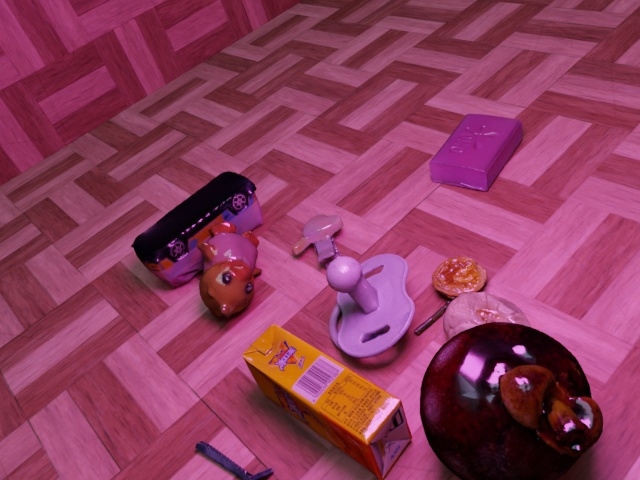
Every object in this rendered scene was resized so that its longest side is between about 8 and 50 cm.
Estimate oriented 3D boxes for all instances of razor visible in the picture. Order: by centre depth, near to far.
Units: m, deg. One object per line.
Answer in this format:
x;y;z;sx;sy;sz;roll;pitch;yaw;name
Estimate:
-0.190;0.460;1.182;0.190;0.033;0.066;11;5;35;razor

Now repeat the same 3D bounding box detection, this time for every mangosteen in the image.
0.317;0.274;0.980;0.297;0.293;0.297;-4;53;6;mangosteen

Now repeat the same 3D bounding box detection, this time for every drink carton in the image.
0.006;0.317;1.163;0.351;0.154;0.111;23;55;38;drink carton

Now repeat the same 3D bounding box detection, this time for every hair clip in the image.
-0.003;0.000;1.594;0.159;0.071;0.218;-21;36;3;hair clip

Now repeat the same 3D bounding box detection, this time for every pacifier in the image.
0.085;0.122;1.303;0.238;0.226;0.287;-24;35;25;pacifier

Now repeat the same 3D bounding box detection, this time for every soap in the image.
0.456;-0.263;1.680;0.181;0.081;0.259;18;53;36;soap

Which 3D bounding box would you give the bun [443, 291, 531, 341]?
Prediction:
0.348;0.178;1.212;0.164;0.111;0.188;-24;37;-10;bun

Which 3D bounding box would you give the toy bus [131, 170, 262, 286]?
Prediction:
-0.347;-0.024;1.678;0.386;0.162;0.171;-41;41;-23;toy bus

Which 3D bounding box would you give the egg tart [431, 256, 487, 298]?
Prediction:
0.328;0.095;1.358;0.130;0.052;0.130;-10;41;9;egg tart

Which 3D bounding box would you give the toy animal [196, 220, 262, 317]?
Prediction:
-0.247;0.088;1.523;0.169;0.195;0.281;-52;28;24;toy animal

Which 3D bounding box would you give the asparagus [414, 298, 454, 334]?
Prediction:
0.265;0.174;1.323;0.127;0.015;0.018;-37;45;-19;asparagus
